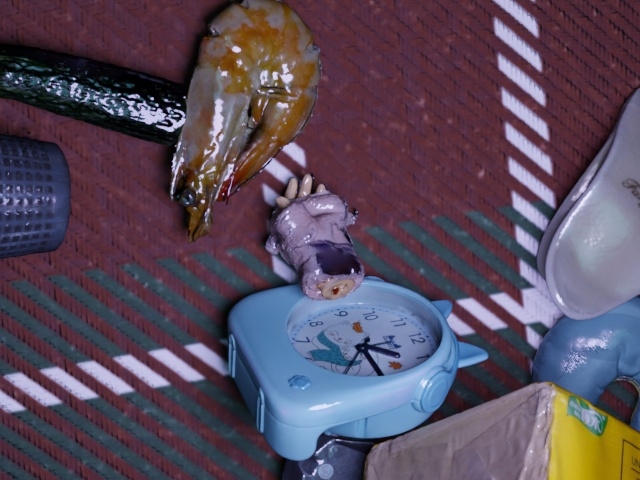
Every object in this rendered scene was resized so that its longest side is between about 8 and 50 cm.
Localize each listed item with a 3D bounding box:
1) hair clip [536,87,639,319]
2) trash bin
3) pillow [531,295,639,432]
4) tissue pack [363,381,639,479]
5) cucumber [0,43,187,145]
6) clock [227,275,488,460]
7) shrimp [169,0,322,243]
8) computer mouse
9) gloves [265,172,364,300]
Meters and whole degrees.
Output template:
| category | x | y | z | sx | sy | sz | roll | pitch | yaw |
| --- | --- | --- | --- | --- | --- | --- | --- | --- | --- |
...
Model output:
| category | x | y | z | sx | sy | sz | roll | pitch | yaw |
| --- | --- | --- | --- | --- | --- | --- | --- | --- | --- |
| hair clip | 0.360 | -0.027 | 1.918 | 0.282 | 0.113 | 0.172 | -45 | 104 | -6 |
| trash bin | -0.354 | -0.047 | 1.724 | 0.161 | 0.175 | 0.176 | 0 | 96 | -23 |
| pillow | 0.368 | 0.177 | 1.960 | 0.233 | 0.086 | 0.214 | 25 | 93 | -13 |
| tissue pack | 0.272 | 0.341 | 1.785 | 0.382 | 0.293 | 0.228 | 31 | 51 | -31 |
| cucumber | -0.267 | -0.168 | 1.771 | 0.241 | 0.074 | 0.075 | 15 | 93 | -14 |
| clock | 0.044 | 0.135 | 1.813 | 0.274 | 0.224 | 0.094 | -8 | 125 | -17 |
| shrimp | -0.092 | -0.132 | 1.826 | 0.154 | 0.062 | 0.294 | 22 | 89 | -21 |
| computer mouse | 0.056 | 0.305 | 1.904 | 0.231 | 0.071 | 0.126 | 30 | 84 | -15 |
| gloves | -0.006 | 0.003 | 1.836 | 0.110 | 0.144 | 0.094 | 10 | 137 | -14 |
